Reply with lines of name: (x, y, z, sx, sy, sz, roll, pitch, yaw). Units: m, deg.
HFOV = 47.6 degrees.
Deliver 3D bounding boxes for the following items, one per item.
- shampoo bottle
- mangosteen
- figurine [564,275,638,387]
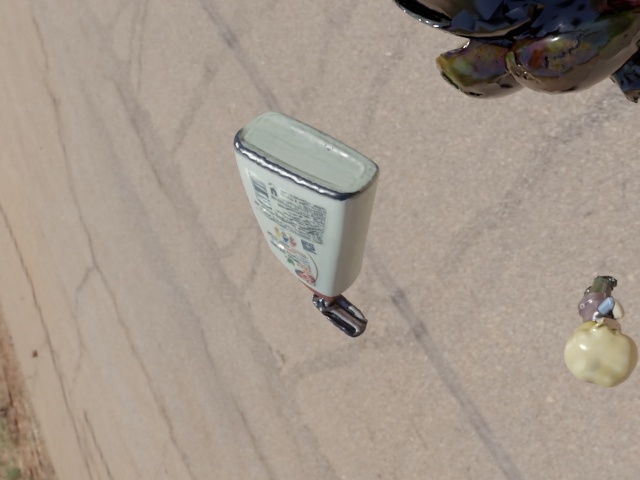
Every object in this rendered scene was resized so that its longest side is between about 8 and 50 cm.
shampoo bottle: (0.000, 0.000, 0.758, 0.153, 0.071, 0.284, 30, 155, 27)
mangosteen: (0.217, -0.349, 0.719, 0.381, 0.381, 0.421, 25, 156, 50)
figurine: (0.456, 0.148, 1.177, 0.108, 0.196, 0.114, 28, 135, 0)
